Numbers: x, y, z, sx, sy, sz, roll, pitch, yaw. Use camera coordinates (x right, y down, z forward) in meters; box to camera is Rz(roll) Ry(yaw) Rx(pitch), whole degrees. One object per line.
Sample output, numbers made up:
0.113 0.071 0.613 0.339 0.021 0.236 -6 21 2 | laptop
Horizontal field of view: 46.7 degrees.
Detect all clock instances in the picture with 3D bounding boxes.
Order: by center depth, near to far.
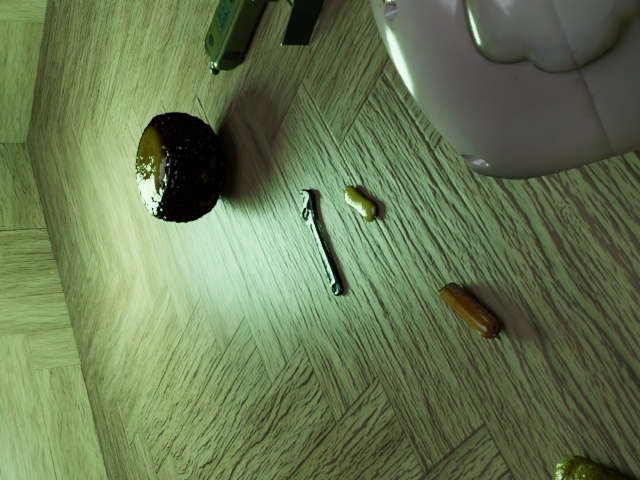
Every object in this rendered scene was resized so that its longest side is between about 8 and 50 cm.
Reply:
0.169 -0.247 0.619 0.250 0.368 0.377 -21 98 26 | clock

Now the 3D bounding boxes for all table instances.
-0.045 -0.442 1.246 0.146 0.062 0.175 60 143 35 | table

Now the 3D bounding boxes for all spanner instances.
0.000 0.000 1.275 0.046 0.012 0.208 -48 55 49 | spanner

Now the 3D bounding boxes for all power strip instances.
-0.149 -0.462 1.408 0.387 0.066 0.092 -57 45 45 | power strip

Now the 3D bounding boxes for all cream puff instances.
-0.296 -0.154 1.587 0.239 0.165 0.239 -2 88 58 | cream puff

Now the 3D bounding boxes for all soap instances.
0.062 -0.059 1.167 0.089 0.012 0.034 45 130 46 | soap

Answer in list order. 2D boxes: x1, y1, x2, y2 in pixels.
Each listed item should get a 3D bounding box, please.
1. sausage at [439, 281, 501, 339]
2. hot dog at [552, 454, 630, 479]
0.196 0.093 0.954 0.107 0.031 0.031 45 131 47 | sausage
0.340 0.295 0.724 0.286 0.061 0.088 11 92 56 | hot dog
